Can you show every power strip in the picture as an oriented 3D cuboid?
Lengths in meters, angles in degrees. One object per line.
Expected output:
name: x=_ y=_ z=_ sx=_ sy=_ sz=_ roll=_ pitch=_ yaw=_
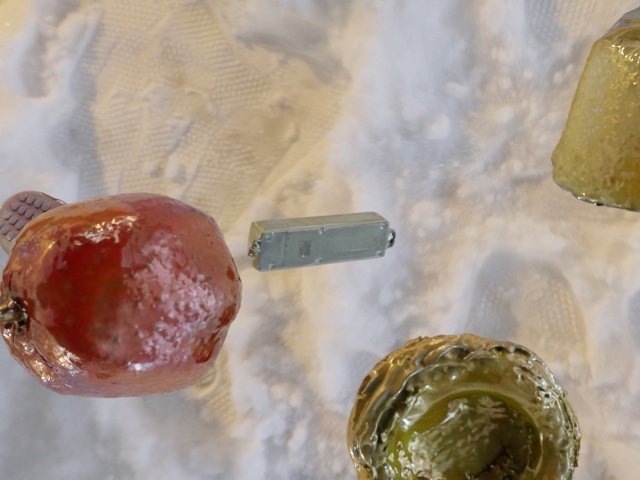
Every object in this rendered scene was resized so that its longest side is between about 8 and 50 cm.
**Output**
power strip: x=0.000 y=-0.001 z=1.431 sx=0.272 sy=0.052 sz=0.078 roll=-7 pitch=117 yaw=-29

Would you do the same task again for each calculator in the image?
calculator: x=-0.364 y=-0.005 z=1.154 sx=0.166 sy=0.024 sz=0.103 roll=33 pitch=75 yaw=15

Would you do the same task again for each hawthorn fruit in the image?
hawthorn fruit: x=-0.201 y=0.052 z=0.795 sx=0.205 sy=0.253 sz=0.205 roll=1 pitch=91 yaw=47

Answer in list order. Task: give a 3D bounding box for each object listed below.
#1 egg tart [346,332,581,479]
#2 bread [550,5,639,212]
egg tart: x=0.163 y=0.230 z=1.030 sx=0.288 sy=0.118 sz=0.288 roll=-2 pitch=106 yaw=-6
bread: x=0.523 y=-0.227 z=1.307 sx=0.239 sy=0.395 sz=0.264 roll=22 pitch=126 yaw=34
